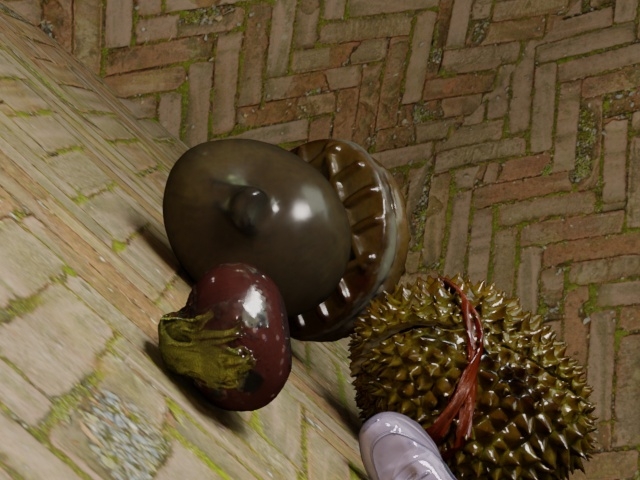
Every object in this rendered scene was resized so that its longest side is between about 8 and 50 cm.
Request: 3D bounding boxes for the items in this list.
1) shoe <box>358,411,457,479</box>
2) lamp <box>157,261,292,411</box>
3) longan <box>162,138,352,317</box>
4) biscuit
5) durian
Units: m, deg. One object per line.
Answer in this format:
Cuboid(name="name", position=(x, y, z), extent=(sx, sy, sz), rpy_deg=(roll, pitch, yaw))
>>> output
Cuboid(name="shoe", position=(0.139, 0.321, 1.582), extent=(0.245, 0.095, 0.137), rpy_deg=(49, 0, -7))
Cuboid(name="lamp", position=(-0.099, 0.100, 1.322), extent=(0.157, 0.135, 0.156), rpy_deg=(85, -3, -56))
Cuboid(name="longan", position=(-0.094, -0.019, 1.838), extent=(0.300, 0.243, 0.300), rpy_deg=(26, -5, 3))
Cuboid(name="biscuit", position=(0.000, 0.000, 2.014), extent=(0.103, 0.332, 0.332), rpy_deg=(13, 24, -45))
Cuboid(name="durian", position=(0.212, 0.215, 1.869), extent=(0.384, 0.347, 0.347), rpy_deg=(44, 3, -14))
